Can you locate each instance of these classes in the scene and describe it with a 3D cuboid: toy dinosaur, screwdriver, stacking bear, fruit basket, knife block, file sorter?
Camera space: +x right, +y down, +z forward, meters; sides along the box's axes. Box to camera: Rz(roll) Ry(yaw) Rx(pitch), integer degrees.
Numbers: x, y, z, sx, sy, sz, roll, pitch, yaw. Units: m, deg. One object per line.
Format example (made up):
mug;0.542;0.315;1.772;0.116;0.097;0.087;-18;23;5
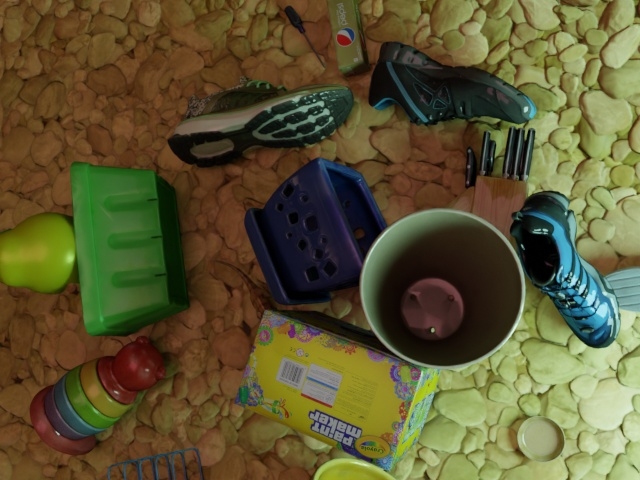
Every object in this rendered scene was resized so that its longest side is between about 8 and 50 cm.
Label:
toy dinosaur;-0.129;0.113;1.350;0.064;0.112;0.211;-37;74;12
screwdriver;-0.031;-0.449;1.435;0.024;0.025;0.169;-33;84;12
stacking bear;-0.471;0.325;1.424;0.289;0.164;0.175;-35;75;7
fruit basket;-0.498;0.028;1.389;0.393;0.283;0.391;-1;81;3
knife block;0.356;-0.065;1.221;0.242;0.088;0.275;-37;74;12
file sorter;-0.349;0.511;1.378;0.170;0.118;0.104;-16;77;16

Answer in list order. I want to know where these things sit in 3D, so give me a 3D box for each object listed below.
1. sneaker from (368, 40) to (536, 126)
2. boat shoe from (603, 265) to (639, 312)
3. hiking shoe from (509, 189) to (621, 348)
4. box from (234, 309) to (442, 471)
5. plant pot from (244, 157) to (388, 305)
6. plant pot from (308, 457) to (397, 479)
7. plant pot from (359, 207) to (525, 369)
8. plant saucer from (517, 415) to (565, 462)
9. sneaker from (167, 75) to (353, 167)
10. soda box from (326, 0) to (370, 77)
sneaker;0.251;-0.277;1.275;0.341;0.125;0.139;26;100;28
boat shoe;0.609;0.082;1.131;0.226;0.076;0.083;-4;91;34
hiking shoe;0.414;0.069;1.131;0.113;0.132;0.304;-24;97;51
box;0.050;0.254;1.188;0.290;0.279;0.176;18;90;20
plant pot;0.000;0.000;1.265;0.212;0.236;0.235;-29;76;21
plant pot;0.043;0.576;1.185;0.254;0.254;0.239;36;110;18
plant pot;0.202;0.103;1.145;0.257;0.274;0.256;-1;77;6
plant saucer;0.407;0.365;1.195;0.084;0.015;0.083;-2;84;18
sneaker;-0.134;-0.297;1.394;0.411;0.158;0.181;-10;63;12
soda box;0.057;-0.446;1.377;0.058;0.061;0.181;-13;80;17
